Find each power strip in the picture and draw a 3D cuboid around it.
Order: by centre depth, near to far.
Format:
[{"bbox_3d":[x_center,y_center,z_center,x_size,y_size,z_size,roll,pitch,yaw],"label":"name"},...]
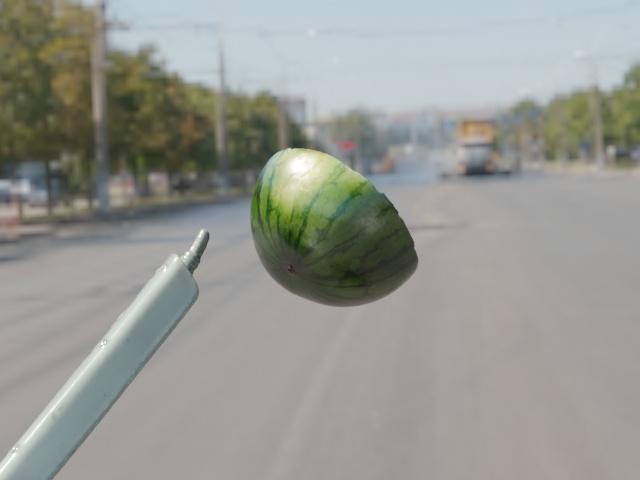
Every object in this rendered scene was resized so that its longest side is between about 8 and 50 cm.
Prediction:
[{"bbox_3d":[-0.129,0.090,0.958,0.027,0.252,0.060,39,-23,-2],"label":"power strip"}]

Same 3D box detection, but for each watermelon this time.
[{"bbox_3d":[0.000,0.000,1.051,0.062,0.105,0.105,-48,26,-26],"label":"watermelon"}]
